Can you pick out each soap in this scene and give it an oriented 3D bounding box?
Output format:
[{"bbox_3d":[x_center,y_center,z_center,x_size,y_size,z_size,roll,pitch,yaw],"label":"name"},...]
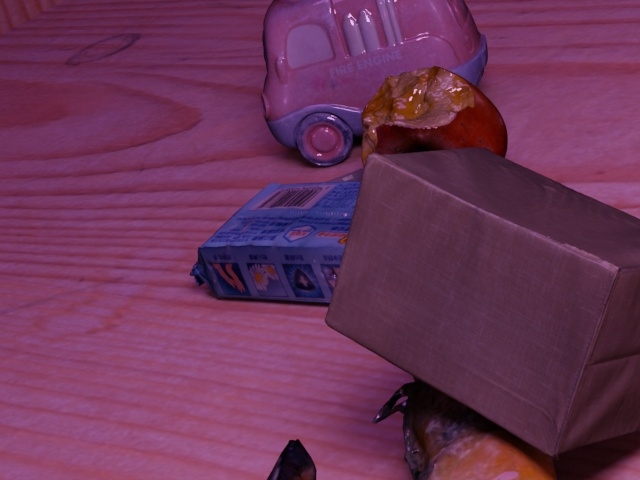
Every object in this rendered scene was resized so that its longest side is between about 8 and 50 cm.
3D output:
[{"bbox_3d":[0.000,0.000,1.696,0.293,0.077,0.156,2,32,43],"label":"soap"}]

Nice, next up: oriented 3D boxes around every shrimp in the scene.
[{"bbox_3d":[0.052,0.181,1.259,0.272,0.085,0.445,-19,26,15],"label":"shrimp"}]

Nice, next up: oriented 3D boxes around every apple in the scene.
[{"bbox_3d":[0.123,-0.111,1.761,0.156,0.147,0.158,-44,18,30],"label":"apple"}]

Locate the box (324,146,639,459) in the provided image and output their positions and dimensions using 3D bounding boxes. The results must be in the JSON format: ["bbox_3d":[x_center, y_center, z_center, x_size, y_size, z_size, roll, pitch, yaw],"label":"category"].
[{"bbox_3d":[0.147,0.041,1.220,0.231,0.155,0.149,27,22,38],"label":"box"}]

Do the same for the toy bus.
[{"bbox_3d":[0.053,-0.246,2.011,0.294,0.232,0.197,-12,24,16],"label":"toy bus"}]

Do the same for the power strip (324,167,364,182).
[{"bbox_3d":[0.087,-0.077,1.863,0.252,0.027,0.060,-20,24,-1],"label":"power strip"}]
